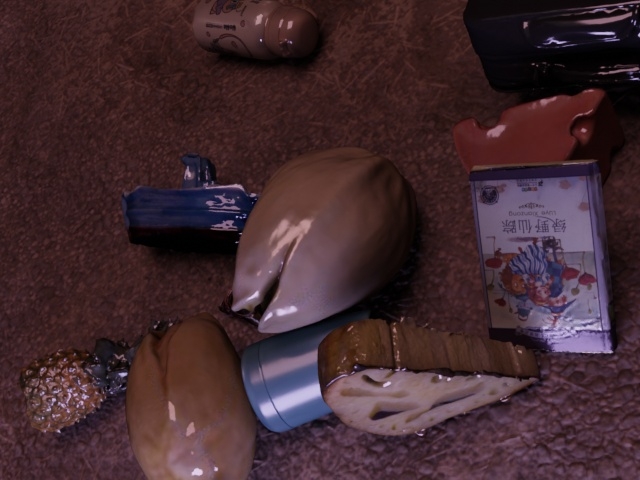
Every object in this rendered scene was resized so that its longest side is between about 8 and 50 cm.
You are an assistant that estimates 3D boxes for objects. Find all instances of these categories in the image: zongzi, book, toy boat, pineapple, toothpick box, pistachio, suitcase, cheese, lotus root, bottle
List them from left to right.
[{"bbox_3d":[-0.302,0.188,1.712,0.251,0.125,0.125,-23,51,3],"label":"pineapple"},{"bbox_3d":[-0.163,0.224,1.548,0.162,0.181,0.293,-24,48,5],"label":"pistachio"},{"bbox_3d":[-0.168,-0.058,1.763,0.309,0.129,0.143,1,76,29],"label":"toy boat"},{"bbox_3d":[-0.101,0.096,1.685,0.067,0.073,0.083,-43,9,-1],"label":"zongzi"},{"bbox_3d":[-0.095,-0.343,1.932,0.209,0.097,0.110,14,51,35],"label":"bottle"},{"bbox_3d":[0.000,0.000,1.555,0.226,0.207,0.332,-53,-3,42],"label":"pistachio"},{"bbox_3d":[0.002,0.162,1.532,0.184,0.120,0.120,-21,52,12],"label":"toothpick box"},{"bbox_3d":[0.110,0.168,1.430,0.170,0.260,0.075,-51,39,37],"label":"lotus root"},{"bbox_3d":[0.258,-0.102,1.545,0.177,0.128,0.203,20,73,37],"label":"cheese"},{"bbox_3d":[0.263,0.022,1.429,0.157,0.231,0.026,-1,15,30],"label":"book"},{"bbox_3d":[0.379,-0.333,1.558,0.345,0.188,0.339,1,48,29],"label":"suitcase"}]
